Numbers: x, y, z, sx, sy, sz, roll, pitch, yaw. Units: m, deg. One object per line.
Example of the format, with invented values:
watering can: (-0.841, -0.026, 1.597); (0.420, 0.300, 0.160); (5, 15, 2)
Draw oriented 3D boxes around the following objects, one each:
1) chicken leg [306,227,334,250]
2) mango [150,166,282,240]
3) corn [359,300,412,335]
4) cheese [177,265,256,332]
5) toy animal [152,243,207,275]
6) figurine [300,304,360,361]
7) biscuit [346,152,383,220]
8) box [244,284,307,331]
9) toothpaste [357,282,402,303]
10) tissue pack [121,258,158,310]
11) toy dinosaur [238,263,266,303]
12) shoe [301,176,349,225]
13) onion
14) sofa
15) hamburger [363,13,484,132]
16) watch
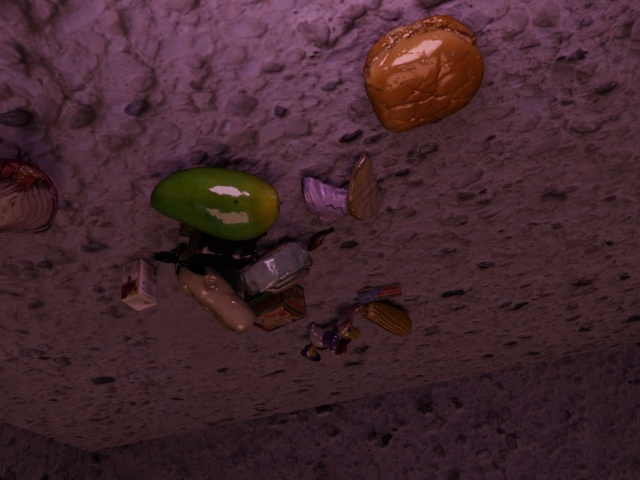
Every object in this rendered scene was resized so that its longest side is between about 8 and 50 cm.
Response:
chicken leg: (-0.004, 0.001, 1.967); (0.062, 0.037, 0.145); (-10, 154, -40)
mango: (-0.309, -0.110, 1.590); (0.381, 0.201, 0.225); (5, 152, -14)
corn: (0.312, 0.357, 2.488); (0.120, 0.121, 0.363); (-29, 140, 27)
cheese: (-0.426, 0.214, 2.083); (0.351, 0.130, 0.328); (44, 161, -10)
toy animal: (-0.502, 0.069, 1.896); (0.220, 0.062, 0.108); (14, 119, 12)
figurine: (0.057, 0.450, 2.549); (0.420, 0.154, 0.193); (-30, 106, 41)
biscuit: (0.136, -0.144, 1.719); (0.141, 0.038, 0.290); (-48, 148, -15)
box: (-0.187, 0.268, 2.214); (0.194, 0.148, 0.177); (-25, 144, 23)
toothpaste: (0.263, 0.242, 2.347); (0.193, 0.070, 0.044); (-11, 144, 3)
tissue pack: (-0.663, 0.163, 1.948); (0.099, 0.149, 0.106); (-19, 145, 14)
toy dinosaur: (-0.260, 0.144, 2.040); (0.152, 0.177, 0.194); (-32, 168, 31)
shoe: (0.030, -0.138, 1.728); (0.137, 0.095, 0.245); (-23, 147, 13)
onion: (-0.832, -0.156, 1.438); (0.348, 0.159, 0.267); (-32, 151, 32)
sofa: (-0.332, -0.016, 1.794); (0.258, 0.182, 0.200); (11, 159, -26)
hamburger: (0.260, -0.404, 1.331); (0.318, 0.158, 0.319); (-6, 148, -4)
watch: (-0.155, 0.096, 1.858); (0.253, 0.162, 0.241); (-32, 174, -5)
